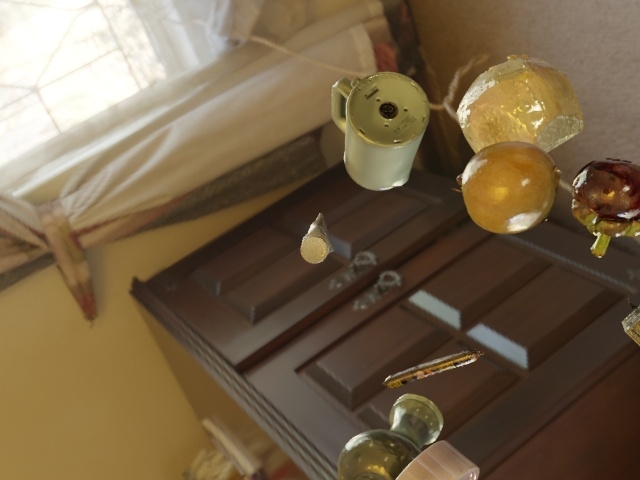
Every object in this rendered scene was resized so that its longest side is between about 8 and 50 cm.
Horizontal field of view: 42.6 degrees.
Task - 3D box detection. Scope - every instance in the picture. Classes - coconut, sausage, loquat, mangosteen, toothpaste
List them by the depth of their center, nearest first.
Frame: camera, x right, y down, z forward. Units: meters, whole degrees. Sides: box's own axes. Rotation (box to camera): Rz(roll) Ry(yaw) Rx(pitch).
[{"bbox_3d":[0.279,-0.079,1.219,0.163,0.163,0.137,27,147,55],"label":"loquat"},{"bbox_3d":[0.195,0.226,1.445,0.028,0.198,0.025,62,-155,-13],"label":"sausage"},{"bbox_3d":[0.545,-0.066,1.539,0.156,0.181,0.146,15,169,22],"label":"mangosteen"},{"bbox_3d":[0.000,0.000,1.838,0.266,0.061,0.096,-54,-53,-79],"label":"toothpaste"},{"bbox_3d":[0.488,-0.320,2.050,0.254,0.297,0.297,59,161,3],"label":"coconut"}]

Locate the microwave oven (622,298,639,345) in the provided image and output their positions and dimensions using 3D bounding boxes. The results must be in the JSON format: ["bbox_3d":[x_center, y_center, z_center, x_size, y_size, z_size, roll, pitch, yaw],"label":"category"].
[{"bbox_3d":[0.778,0.152,1.722,0.194,0.240,0.145,45,-165,6],"label":"microwave oven"}]

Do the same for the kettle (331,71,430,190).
[{"bbox_3d":[0.136,-0.283,2.137,0.265,0.205,0.318,16,165,5],"label":"kettle"}]

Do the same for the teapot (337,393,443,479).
[{"bbox_3d":[0.147,0.404,1.561,0.183,0.251,0.183,10,116,21],"label":"teapot"}]

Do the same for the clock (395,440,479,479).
[{"bbox_3d":[0.162,0.412,1.293,0.068,0.197,0.197,37,154,28],"label":"clock"}]
